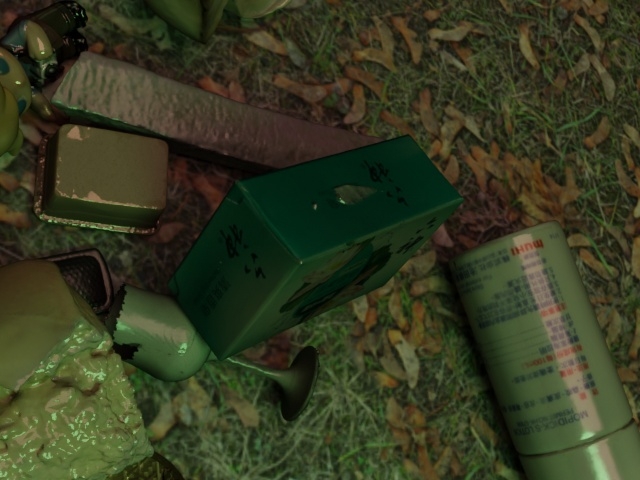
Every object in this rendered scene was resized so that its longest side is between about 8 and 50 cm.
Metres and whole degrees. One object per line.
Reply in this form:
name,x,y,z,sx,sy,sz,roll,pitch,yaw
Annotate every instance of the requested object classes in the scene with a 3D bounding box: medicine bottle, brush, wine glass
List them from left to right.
brush,-0.277,0.052,0.808,0.193,0.016,0.063,-12,83,-29
wine glass,-0.103,0.102,0.844,0.195,0.079,0.079,22,67,-19
medicine bottle,0.252,0.158,0.973,0.130,0.130,0.341,-15,82,-29

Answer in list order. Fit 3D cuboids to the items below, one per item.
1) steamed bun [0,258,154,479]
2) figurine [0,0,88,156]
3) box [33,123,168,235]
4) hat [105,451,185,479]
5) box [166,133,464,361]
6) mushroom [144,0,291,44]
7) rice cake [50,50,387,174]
steamed bun,-0.263,0.127,0.704,0.225,0.170,0.200,-22,88,-23
figurine,-0.282,-0.144,0.822,0.108,0.114,0.196,36,49,12
box,-0.199,-0.058,0.853,0.122,0.062,0.089,8,72,-25
hat,-0.183,0.248,0.776,0.146,0.067,0.146,5,35,-4
box,0.000,0.000,0.838,0.245,0.153,0.092,-20,66,-45
mushroom,-0.116,-0.320,0.949,0.173,0.162,0.236,25,75,21
rice cake,-0.087,-0.107,0.917,0.364,0.056,0.073,12,82,-25
